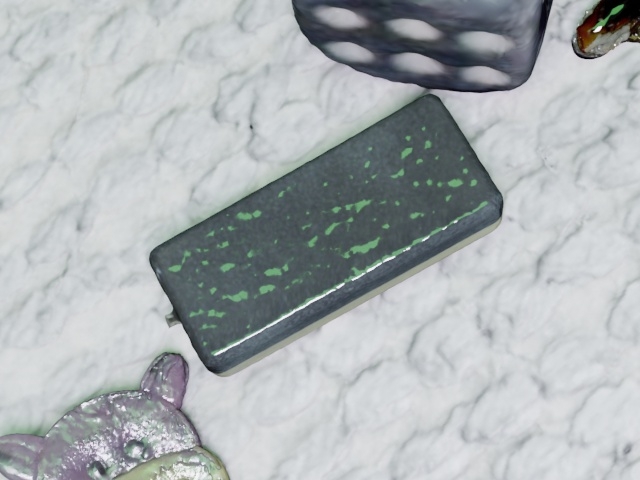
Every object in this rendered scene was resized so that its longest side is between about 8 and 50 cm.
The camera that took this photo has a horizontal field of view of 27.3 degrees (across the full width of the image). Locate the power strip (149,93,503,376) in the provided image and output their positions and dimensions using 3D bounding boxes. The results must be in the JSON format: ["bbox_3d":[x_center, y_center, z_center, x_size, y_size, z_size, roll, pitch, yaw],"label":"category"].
[{"bbox_3d":[0.000,0.000,0.965,0.256,0.070,0.105,-29,72,-2],"label":"power strip"}]

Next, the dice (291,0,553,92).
[{"bbox_3d":[0.084,-0.219,0.947,0.182,0.181,0.183,13,77,11],"label":"dice"}]

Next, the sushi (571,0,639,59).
[{"bbox_3d":[0.227,-0.166,0.985,0.083,0.046,0.044,-37,75,-3],"label":"sushi"}]

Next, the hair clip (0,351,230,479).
[{"bbox_3d":[-0.154,0.183,0.949,0.187,0.056,0.146,-29,81,-3],"label":"hair clip"}]
